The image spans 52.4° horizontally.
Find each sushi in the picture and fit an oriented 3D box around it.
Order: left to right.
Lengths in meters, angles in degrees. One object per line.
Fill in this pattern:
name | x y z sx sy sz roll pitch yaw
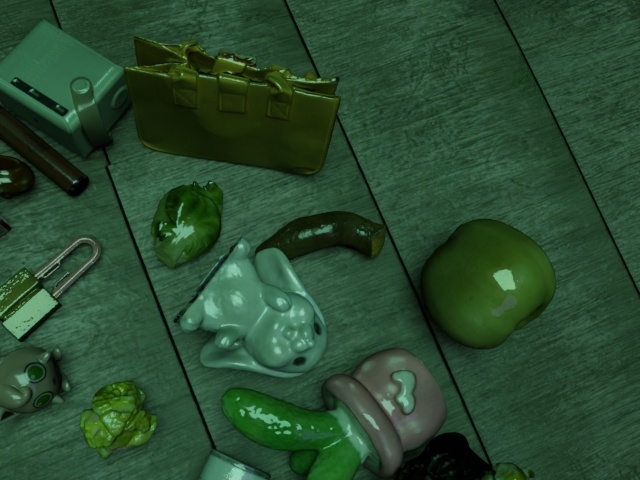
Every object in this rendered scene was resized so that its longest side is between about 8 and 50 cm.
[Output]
sushi | 0.256 0.550 1.096 0.329 0.285 0.327 -27 115 -32

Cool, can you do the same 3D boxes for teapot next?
teapot | -0.635 -0.122 1.293 0.129 0.078 0.098 12 33 3

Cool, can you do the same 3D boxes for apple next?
apple | 0.334 0.084 1.307 0.263 0.262 0.262 2 75 -9

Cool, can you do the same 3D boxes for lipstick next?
lipstick | -0.623 -0.218 1.325 0.357 0.057 0.057 39 73 3

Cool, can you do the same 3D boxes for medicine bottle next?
medicine bottle | -0.194 0.517 1.155 0.144 0.143 0.258 25 74 -2

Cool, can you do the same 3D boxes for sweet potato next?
sweet potato | 0.001 -0.001 1.356 0.286 0.085 0.111 -10 82 -12

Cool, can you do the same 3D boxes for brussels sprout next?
brussels sprout | -0.268 -0.035 1.319 0.139 0.100 0.180 31 54 -17

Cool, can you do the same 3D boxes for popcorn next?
popcorn | -0.368 0.323 1.178 0.126 0.145 0.126 -28 89 -21

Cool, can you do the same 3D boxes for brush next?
brush | -0.527 0.079 1.268 0.103 0.047 0.233 44 71 4

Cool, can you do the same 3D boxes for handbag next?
handbag | -0.170 -0.270 1.296 0.402 0.283 0.132 10 70 -5

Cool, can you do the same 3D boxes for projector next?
projector | -0.507 -0.299 1.313 0.243 0.163 0.177 33 73 5

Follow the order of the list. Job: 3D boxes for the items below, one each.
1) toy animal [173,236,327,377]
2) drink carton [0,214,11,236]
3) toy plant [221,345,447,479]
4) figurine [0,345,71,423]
toy animal | -0.132 0.153 1.252 0.249 0.174 0.289 -33 90 -12
drink carton | -0.724 0.002 1.242 0.223 0.071 0.096 -40 85 -16
toy plant | 0.040 0.336 1.211 0.356 0.210 0.317 -30 75 -16
figurine | -0.530 0.255 1.177 0.138 0.125 0.125 -18 78 -40
